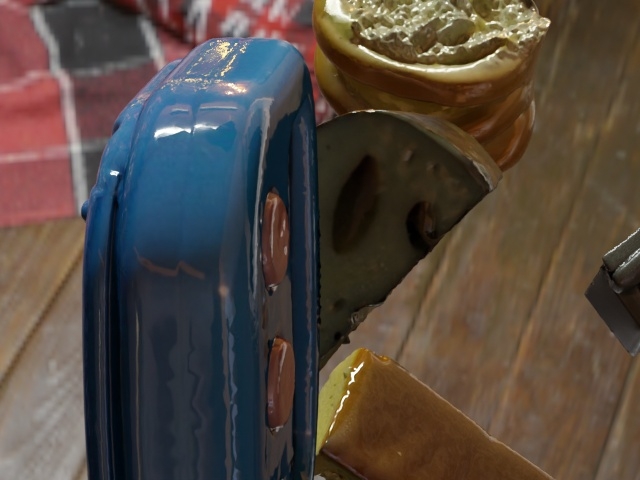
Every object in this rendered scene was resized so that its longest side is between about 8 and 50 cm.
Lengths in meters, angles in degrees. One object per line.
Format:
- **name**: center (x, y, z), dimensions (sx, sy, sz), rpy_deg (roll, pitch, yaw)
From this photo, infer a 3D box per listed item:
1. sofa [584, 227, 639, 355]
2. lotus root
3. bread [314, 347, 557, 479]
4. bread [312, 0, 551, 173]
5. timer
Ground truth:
- **sofa**: center (0.223, 0.001, 1.034), dimensions (0.147, 0.085, 0.060), rpy_deg (-37, 76, -10)
- **lotus root**: center (0.011, -0.010, 1.404), dimensions (0.149, 0.267, 0.260), rpy_deg (46, 15, 1)
- **bread**: center (0.136, 0.253, 1.868), dimensions (0.361, 0.077, 0.138), rpy_deg (37, 51, -22)
- **bread**: center (0.122, -0.212, 2.383), dimensions (0.315, 0.270, 0.211), rpy_deg (32, 49, 22)
- **timer**: center (-0.062, 0.059, 1.110), dimensions (0.115, 0.340, 0.309), rpy_deg (2, 17, 7)
